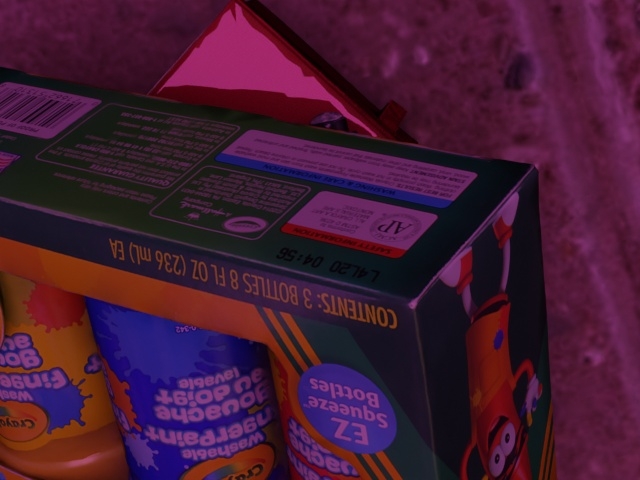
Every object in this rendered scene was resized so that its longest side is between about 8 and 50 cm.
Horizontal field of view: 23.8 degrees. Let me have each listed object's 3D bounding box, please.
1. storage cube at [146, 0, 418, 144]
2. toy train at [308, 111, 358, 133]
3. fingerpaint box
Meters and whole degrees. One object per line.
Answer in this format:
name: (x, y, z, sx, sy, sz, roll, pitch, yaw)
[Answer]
storage cube: (-0.050, -0.068, 1.235, 0.193, 0.183, 0.215, 41, 98, -4)
toy train: (0.000, 0.000, 1.114, 0.105, 0.080, 0.184, -9, 102, 13)
fingerpaint box: (-0.072, 0.104, 1.053, 0.445, 0.163, 0.371, 14, 129, 30)
